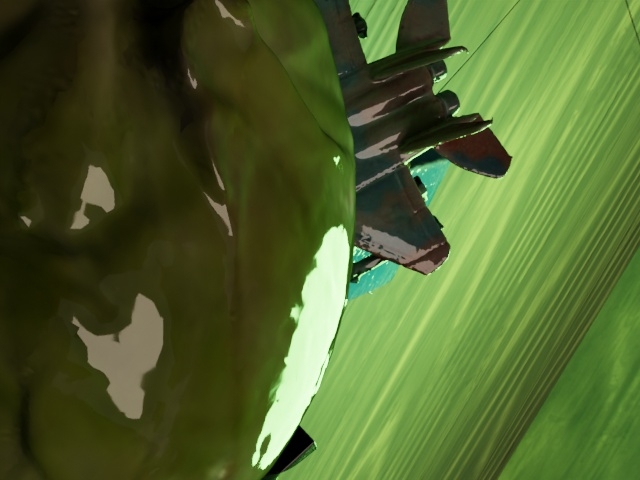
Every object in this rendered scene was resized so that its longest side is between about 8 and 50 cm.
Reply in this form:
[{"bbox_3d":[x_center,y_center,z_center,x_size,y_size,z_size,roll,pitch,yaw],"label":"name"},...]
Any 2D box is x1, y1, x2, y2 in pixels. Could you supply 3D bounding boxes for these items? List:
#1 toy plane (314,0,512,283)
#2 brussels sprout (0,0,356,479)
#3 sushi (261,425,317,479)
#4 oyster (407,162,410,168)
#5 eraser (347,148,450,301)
[{"bbox_3d":[-0.032,-0.050,1.004,0.326,0.222,0.104,-24,-168,-11],"label":"toy plane"},{"bbox_3d":[-0.115,0.002,0.713,0.328,0.247,0.328,6,83,-61],"label":"brussels sprout"},{"bbox_3d":[-0.111,0.170,1.123,0.172,0.153,0.150,-42,161,-11],"label":"sushi"},{"bbox_3d":[0.014,-0.080,1.141,0.200,0.061,0.106,-26,143,-53],"label":"oyster"},{"bbox_3d":[0.000,0.000,1.257,0.312,0.043,0.144,-21,139,-57],"label":"eraser"}]
